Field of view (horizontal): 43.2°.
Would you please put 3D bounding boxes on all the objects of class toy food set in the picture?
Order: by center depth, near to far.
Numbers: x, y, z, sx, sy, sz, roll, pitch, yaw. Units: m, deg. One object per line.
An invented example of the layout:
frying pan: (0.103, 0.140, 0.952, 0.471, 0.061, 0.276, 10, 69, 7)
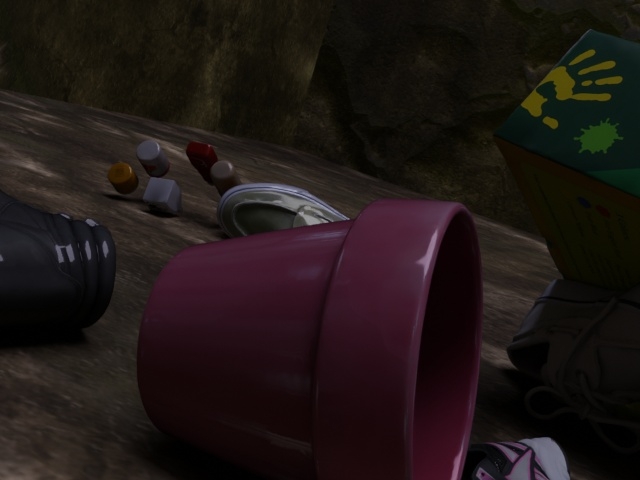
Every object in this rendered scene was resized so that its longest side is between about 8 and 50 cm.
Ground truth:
toy food set: (-0.203, -0.081, 1.262, 0.232, 0.111, 0.104, 9, -24, 13)

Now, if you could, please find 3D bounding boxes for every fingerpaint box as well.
fingerpaint box: (0.419, 0.039, 0.797, 0.371, 0.163, 0.445, 35, -11, 46)

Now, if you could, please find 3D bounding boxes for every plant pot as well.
plant pot: (-0.004, 0.072, 0.507, 0.180, 0.202, 0.201, 4, 4, 22)

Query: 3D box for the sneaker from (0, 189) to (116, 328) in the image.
sneaker: (-0.274, -0.004, 0.692, 0.146, 0.105, 0.295, 11, 17, -41)

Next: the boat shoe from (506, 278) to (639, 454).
boat shoe: (0.275, 0.127, 0.800, 0.136, 0.156, 0.367, 44, -7, -9)

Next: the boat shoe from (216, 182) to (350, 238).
boat shoe: (0.000, 0.000, 1.125, 0.302, 0.109, 0.094, 19, 11, -5)

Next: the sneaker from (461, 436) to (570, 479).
sneaker: (0.129, 0.177, 0.512, 0.077, 0.072, 0.178, 5, 2, -3)
